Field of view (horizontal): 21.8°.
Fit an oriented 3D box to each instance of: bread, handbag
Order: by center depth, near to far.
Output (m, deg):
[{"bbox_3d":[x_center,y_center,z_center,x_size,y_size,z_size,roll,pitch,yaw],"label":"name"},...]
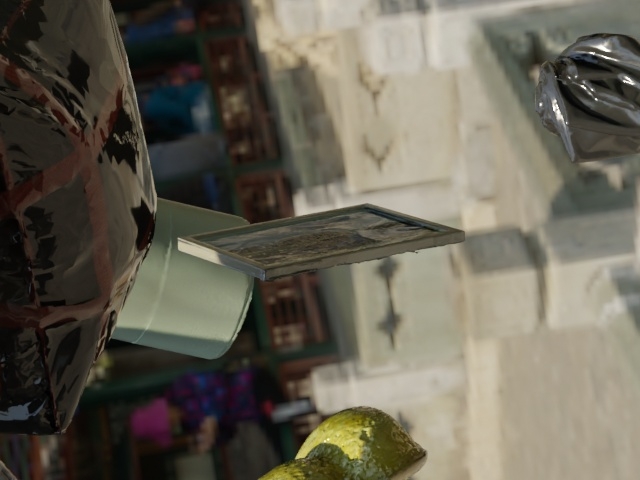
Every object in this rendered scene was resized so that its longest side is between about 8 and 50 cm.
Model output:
[{"bbox_3d":[-0.163,-0.028,0.782,0.169,0.155,0.215,-84,-11,-56],"label":"handbag"},{"bbox_3d":[-0.008,0.171,1.173,0.065,0.149,0.187,60,162,5],"label":"bread"}]

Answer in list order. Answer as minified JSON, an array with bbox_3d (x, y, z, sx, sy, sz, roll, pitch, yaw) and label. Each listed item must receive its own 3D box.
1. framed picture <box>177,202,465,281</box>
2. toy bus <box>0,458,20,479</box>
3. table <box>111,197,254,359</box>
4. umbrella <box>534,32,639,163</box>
[{"bbox_3d":[0.000,0.000,1.046,0.109,0.149,0.011,18,115,54],"label":"framed picture"},{"bbox_3d":[-0.327,0.228,1.480,0.265,0.121,0.120,54,169,-28],"label":"toy bus"},{"bbox_3d":[-0.178,0.018,1.392,0.126,0.220,0.126,-167,90,-69],"label":"table"},{"bbox_3d":[0.349,-0.118,1.376,0.118,0.340,0.118,0,-90,-81],"label":"umbrella"}]
